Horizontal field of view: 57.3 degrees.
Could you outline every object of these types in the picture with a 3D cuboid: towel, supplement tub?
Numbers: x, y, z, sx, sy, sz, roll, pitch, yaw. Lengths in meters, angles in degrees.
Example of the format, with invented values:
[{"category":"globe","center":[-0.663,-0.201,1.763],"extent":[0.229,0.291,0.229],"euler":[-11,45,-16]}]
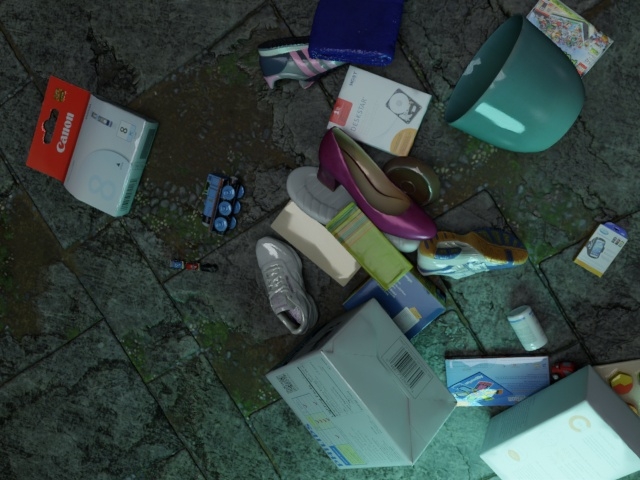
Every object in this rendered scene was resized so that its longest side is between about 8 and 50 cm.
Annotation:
[{"category":"towel","center":[0.104,-0.590,1.499],"extent":[0.227,0.076,0.308],"euler":[9,75,14]},{"category":"towel","center":[0.126,0.016,1.536],"extent":[0.102,0.021,0.237],"euler":[-43,90,12]},{"category":"supplement tub","center":[0.564,0.238,1.598],"extent":[0.071,0.071,0.107],"euler":[-28,93,15]}]

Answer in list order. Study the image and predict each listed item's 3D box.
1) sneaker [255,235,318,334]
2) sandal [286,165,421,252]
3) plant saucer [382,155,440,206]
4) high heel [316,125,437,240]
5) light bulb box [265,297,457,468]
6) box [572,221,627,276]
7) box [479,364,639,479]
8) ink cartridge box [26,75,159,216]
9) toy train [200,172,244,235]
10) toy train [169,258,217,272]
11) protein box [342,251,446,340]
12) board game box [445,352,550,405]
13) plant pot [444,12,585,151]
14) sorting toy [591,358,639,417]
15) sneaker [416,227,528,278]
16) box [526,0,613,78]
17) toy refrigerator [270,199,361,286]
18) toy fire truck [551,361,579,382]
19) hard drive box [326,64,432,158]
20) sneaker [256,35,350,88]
[{"category":"sneaker","center":[-0.101,0.129,1.682],"extent":[0.114,0.152,0.305],"euler":[-27,92,17]},{"category":"sandal","center":[0.084,-0.065,1.629],"extent":[0.416,0.169,0.102],"euler":[28,145,8]},{"category":"plant saucer","center":[0.237,-0.149,1.572],"extent":[0.168,0.029,0.168],"euler":[22,143,18]},{"category":"high heel","center":[0.151,-0.141,1.517],"extent":[0.377,0.127,0.181],"euler":[29,146,10]},{"category":"light bulb box","center":[0.095,0.395,1.563],"extent":[0.358,0.225,0.361],"euler":[52,146,-1]},{"category":"box","center":[0.741,0.019,1.544],"extent":[0.081,0.028,0.136],"euler":[32,102,5]},{"category":"box","center":[0.629,0.522,1.534],"extent":[0.215,0.168,0.345],"euler":[47,124,1]},{"category":"ink cartridge box","center":[-0.717,-0.290,1.775],"extent":[0.385,0.091,0.308],"euler":[24,104,6]},{"category":"toy train","center":[-0.294,-0.108,1.724],"extent":[0.105,0.080,0.184],"euler":[21,106,17]},{"category":"toy train","center":[-0.394,0.079,1.796],"extent":[0.158,0.036,0.027],"euler":[7,101,11]},{"category":"protein box","center":[0.209,0.166,1.628],"extent":[0.200,0.136,0.201],"euler":[46,106,2]},{"category":"board game box","center":[0.502,0.397,1.662],"extent":[0.281,0.027,0.145],"euler":[-4,97,13]},{"category":"plant pot","center":[0.481,-0.349,1.414],"extent":[0.235,0.293,0.293],"euler":[30,105,-10]},{"category":"sorting toy","center":[0.856,0.418,1.582],"extent":[0.208,0.038,0.193],"euler":[-11,97,14]},{"category":"sneaker","center":[0.406,0.043,1.594],"extent":[0.296,0.112,0.131],"euler":[4,142,-2]},{"category":"box","center":[0.611,-0.514,1.474],"extent":[0.207,0.036,0.114],"euler":[38,105,4]},{"category":"toy refrigerator","center":[0.000,0.000,1.669],"extent":[0.269,0.094,0.102],"euler":[39,105,2]},{"category":"toy fire truck","center":[0.722,0.412,1.584],"extent":[0.135,0.047,0.192],"euler":[-20,94,35]},{"category":"hard drive box","center":[0.159,-0.342,1.576],"extent":[0.232,0.089,0.181],"euler":[22,103,8]},{"category":"sneaker","center":[-0.007,-0.484,1.595],"extent":[0.319,0.112,0.131],"euler":[1,124,10]}]
